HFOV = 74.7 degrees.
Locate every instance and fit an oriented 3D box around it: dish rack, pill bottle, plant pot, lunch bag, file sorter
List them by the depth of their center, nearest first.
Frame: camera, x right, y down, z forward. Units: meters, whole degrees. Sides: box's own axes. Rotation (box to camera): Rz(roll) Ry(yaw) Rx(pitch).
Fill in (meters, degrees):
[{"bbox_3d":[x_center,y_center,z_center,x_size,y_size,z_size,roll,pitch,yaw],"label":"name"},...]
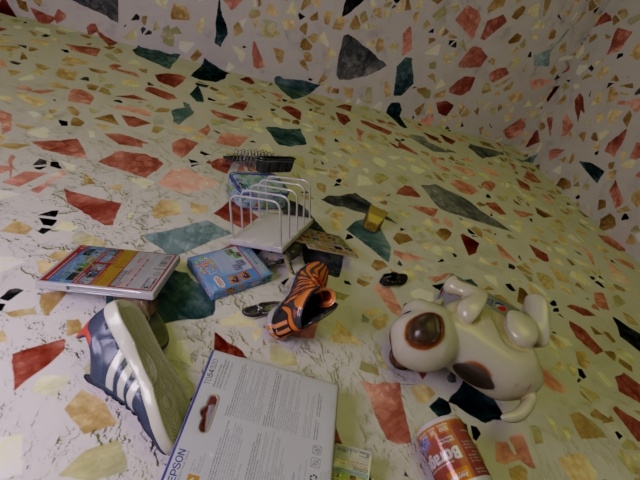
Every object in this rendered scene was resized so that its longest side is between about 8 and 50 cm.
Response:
[{"bbox_3d":[0.320,0.532,0.973,0.121,0.121,0.216,4,39,-24],"label":"pill bottle"},{"bbox_3d":[-0.161,-0.103,1.427,0.193,0.172,0.277,10,25,17],"label":"file sorter"},{"bbox_3d":[-0.249,-0.202,1.651,0.219,0.090,0.176,-2,38,-31],"label":"lunch bag"},{"bbox_3d":[0.223,-0.082,1.757,0.081,0.081,0.083,25,48,4],"label":"plant pot"},{"bbox_3d":[-0.267,-0.345,1.773,0.272,0.074,0.208,24,21,33],"label":"dish rack"}]

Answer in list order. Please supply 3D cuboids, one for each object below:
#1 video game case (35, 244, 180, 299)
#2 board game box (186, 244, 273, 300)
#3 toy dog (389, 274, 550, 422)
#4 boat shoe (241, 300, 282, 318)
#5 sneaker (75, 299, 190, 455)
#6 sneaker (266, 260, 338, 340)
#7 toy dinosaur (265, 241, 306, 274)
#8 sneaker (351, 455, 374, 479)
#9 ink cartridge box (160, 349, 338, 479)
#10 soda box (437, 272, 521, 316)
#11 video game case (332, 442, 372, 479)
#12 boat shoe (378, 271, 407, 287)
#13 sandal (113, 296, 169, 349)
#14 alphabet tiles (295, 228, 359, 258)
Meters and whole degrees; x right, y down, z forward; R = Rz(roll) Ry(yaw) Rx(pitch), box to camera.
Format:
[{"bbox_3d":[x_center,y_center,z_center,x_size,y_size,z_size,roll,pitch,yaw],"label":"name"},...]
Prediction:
[{"bbox_3d":[-0.543,0.079,1.103,0.286,0.025,0.204,6,26,-2],"label":"video game case"},{"bbox_3d":[-0.278,0.090,1.297,0.212,0.039,0.160,-15,49,-41],"label":"board game box"},{"bbox_3d":[0.399,0.303,1.216,0.408,0.284,0.395,13,59,-6],"label":"toy dog"},{"bbox_3d":[-0.167,0.198,1.217,0.125,0.038,0.046,3,40,-25],"label":"boat shoe"},{"bbox_3d":[-0.407,0.308,0.899,0.350,0.148,0.131,59,4,16],"label":"sneaker"},{"bbox_3d":[-0.012,0.156,1.213,0.124,0.180,0.321,51,40,-16],"label":"sneaker"},{"bbox_3d":[-0.118,0.048,1.392,0.118,0.063,0.268,-4,20,9],"label":"toy dinosaur"},{"bbox_3d":[0.094,0.528,0.942,0.035,0.031,0.083,-10,41,-18],"label":"sneaker"},{"bbox_3d":[-0.131,0.424,0.918,0.330,0.071,0.324,17,35,-4],"label":"ink cartridge box"},{"bbox_3d":[0.567,0.239,1.490,0.286,0.091,0.098,29,34,8],"label":"soda box"},{"bbox_3d":[0.063,0.517,0.920,0.087,0.011,0.122,10,42,9],"label":"video game case"},{"bbox_3d":[0.272,0.139,1.525,0.133,0.042,0.049,-5,42,-35],"label":"boat shoe"},{"bbox_3d":[-0.468,0.161,1.064,0.120,0.086,0.302,-6,44,-33],"label":"sandal"},{"bbox_3d":[0.000,0.000,1.517,0.237,0.009,0.198,13,19,-24],"label":"alphabet tiles"}]
